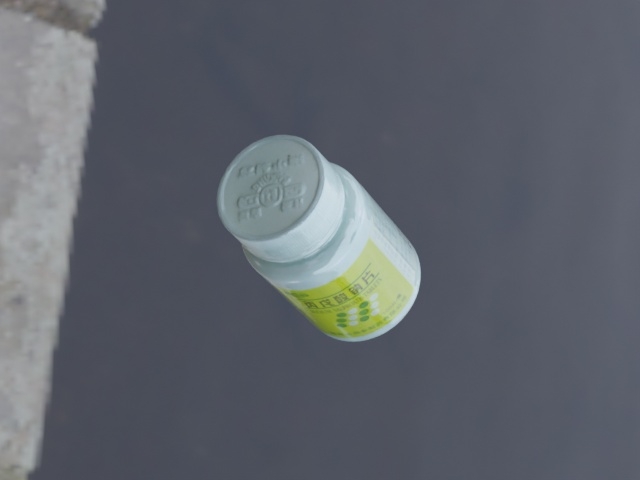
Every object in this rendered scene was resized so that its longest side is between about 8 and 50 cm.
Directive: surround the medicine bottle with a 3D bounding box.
[{"bbox_3d":[0.000,0.000,0.641,0.083,0.047,0.047,45,56,-55],"label":"medicine bottle"}]
